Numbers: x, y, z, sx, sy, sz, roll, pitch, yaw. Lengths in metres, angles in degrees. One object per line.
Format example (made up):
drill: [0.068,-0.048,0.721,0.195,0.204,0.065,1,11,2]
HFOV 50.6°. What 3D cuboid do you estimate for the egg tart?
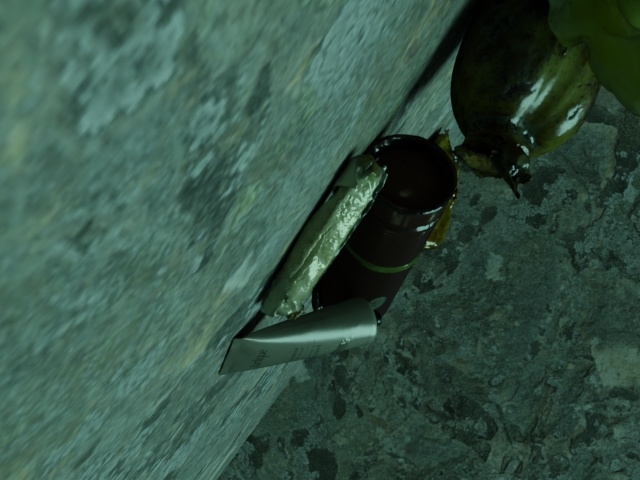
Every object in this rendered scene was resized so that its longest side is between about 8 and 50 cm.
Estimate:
egg tart: [0.193,-0.067,1.261,0.297,0.132,0.297,-59,172,-14]

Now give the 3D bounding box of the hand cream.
hand cream: [-0.015,0.103,0.728,0.186,0.054,0.087,-12,151,-27]

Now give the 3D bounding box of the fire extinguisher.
fire extinguisher: [0.068,0.012,0.787,0.141,0.105,0.341,-24,158,-21]

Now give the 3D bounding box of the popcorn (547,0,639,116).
popcorn: [0.335,-0.207,0.488,0.312,0.312,0.312,-53,173,-10]

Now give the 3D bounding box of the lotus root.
lotus root: [0.201,-0.158,0.679,0.154,0.154,0.278,101,11,-73]

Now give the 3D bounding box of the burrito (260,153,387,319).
burrito: [0.000,0.000,0.619,0.045,0.041,0.185,18,114,-39]
